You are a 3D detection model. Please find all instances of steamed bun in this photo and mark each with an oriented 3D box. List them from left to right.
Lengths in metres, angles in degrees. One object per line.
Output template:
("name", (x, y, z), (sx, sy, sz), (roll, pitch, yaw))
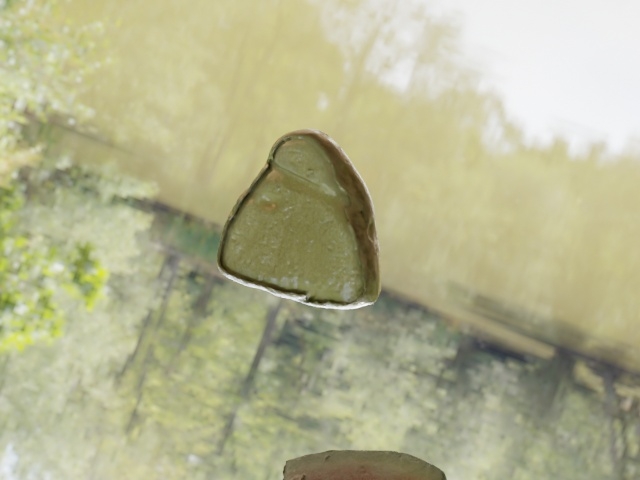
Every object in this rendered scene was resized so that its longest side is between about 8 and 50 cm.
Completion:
("steamed bun", (-0.004, -0.030, 1.660), (0.231, 0.212, 0.110), (17, -170, 25))

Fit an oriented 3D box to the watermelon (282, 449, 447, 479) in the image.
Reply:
("watermelon", (0.029, 0.338, 1.311), (0.213, 0.262, 0.201), (-13, 170, 25))
